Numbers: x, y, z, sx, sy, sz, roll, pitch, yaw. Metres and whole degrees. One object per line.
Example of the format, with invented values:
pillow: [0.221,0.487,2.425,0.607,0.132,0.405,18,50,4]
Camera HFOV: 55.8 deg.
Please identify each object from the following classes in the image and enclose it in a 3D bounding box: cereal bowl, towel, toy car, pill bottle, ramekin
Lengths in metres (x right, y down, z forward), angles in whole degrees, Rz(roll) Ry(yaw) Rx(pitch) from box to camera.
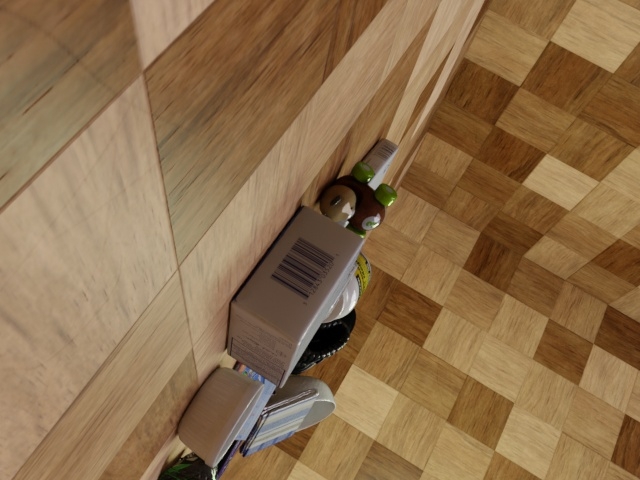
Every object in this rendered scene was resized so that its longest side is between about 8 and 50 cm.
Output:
cereal bowl: [-0.125,0.548,2.045,0.338,0.141,0.339,-16,150,-9]
towel: [-0.130,0.560,1.861,0.209,0.034,0.285,-12,143,-34]
toy car: [0.057,-0.073,1.367,0.155,0.149,0.188,-52,167,31]
pill bottle: [0.040,0.134,1.865,0.188,0.187,0.334,-62,173,18]
ramekin: [-0.222,0.378,1.327,0.207,0.109,0.207,-58,173,-12]

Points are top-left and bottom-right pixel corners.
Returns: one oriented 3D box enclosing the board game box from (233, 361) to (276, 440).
board game box: [-0.203,0.419,1.622,0.145,0.027,0.281,18,108,-39]

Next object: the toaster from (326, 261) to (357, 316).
toaster: [-0.005,0.093,1.532,0.227,0.146,0.129,-57,174,-23]

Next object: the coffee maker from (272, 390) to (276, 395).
coffee maker: [-0.151,0.355,1.714,0.178,0.120,0.171,-62,172,12]

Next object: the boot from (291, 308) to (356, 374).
boot: [0.031,0.288,1.955,0.348,0.131,0.260,-44,174,-33]

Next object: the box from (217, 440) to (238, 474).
box: [-0.297,0.605,1.812,0.261,0.103,0.184,-61,176,7]

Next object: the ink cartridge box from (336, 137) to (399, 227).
ink cartridge box: [0.092,-0.097,1.771,0.324,0.071,0.330,-52,169,-47]

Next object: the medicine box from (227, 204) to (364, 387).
medicine box: [-0.059,0.122,1.246,0.263,0.149,0.289,-56,173,-30]

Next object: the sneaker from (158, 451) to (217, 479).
sneaker: [-0.320,0.578,1.502,0.146,0.134,0.343,-63,-174,-35]
